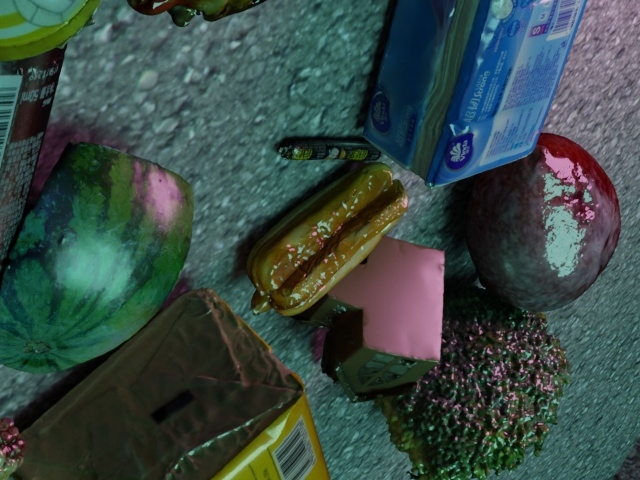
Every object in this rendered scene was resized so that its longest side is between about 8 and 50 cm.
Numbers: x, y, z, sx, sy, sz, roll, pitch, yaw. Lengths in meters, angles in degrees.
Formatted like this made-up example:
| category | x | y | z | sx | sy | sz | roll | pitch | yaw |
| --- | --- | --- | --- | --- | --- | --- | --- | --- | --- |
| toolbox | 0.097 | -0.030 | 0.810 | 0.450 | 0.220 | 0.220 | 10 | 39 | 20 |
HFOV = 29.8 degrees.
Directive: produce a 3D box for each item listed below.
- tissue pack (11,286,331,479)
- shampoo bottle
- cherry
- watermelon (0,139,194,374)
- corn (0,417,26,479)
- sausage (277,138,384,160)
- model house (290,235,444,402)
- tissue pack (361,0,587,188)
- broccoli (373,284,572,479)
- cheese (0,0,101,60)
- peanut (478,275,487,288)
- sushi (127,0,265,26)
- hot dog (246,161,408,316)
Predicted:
| category | x | y | z | sx | sy | sz | roll | pitch | yaw |
| --- | --- | --- | --- | --- | --- | --- | --- | --- | --- |
| tissue pack | -0.147 | 0.289 | 1.380 | 0.293 | 0.228 | 0.382 | -41 | 146 | -20 |
| shampoo bottle | -0.295 | -0.034 | 0.990 | 0.129 | 0.084 | 0.323 | -24 | 141 | -53 |
| cherry | 0.310 | -0.031 | 1.691 | 0.230 | 0.203 | 0.300 | -36 | 137 | -17 |
| watermelon | -0.216 | 0.016 | 1.069 | 0.231 | 0.128 | 0.146 | -63 | 159 | -12 |
| corn | -0.406 | 0.256 | 1.133 | 0.280 | 0.092 | 0.092 | -28 | 142 | -40 |
| sausage | 0.018 | -0.104 | 1.395 | 0.198 | 0.025 | 0.028 | -3 | 121 | -52 |
| model house | 0.033 | 0.118 | 1.561 | 0.176 | 0.181 | 0.248 | 16 | 146 | -17 |
| tissue pack | 0.180 | -0.220 | 1.372 | 0.198 | 0.146 | 0.263 | -20 | 138 | -40 |
| broccoli | 0.196 | 0.207 | 1.763 | 0.302 | 0.249 | 0.375 | -42 | -161 | 40 |
| cheese | -0.253 | -0.188 | 0.836 | 0.270 | 0.177 | 0.069 | -38 | -174 | 6 |
| peanut | 0.270 | 0.037 | 1.869 | 0.037 | 0.037 | 0.083 | -7 | 129 | -50 |
| sushi | -0.076 | -0.257 | 1.047 | 0.226 | 0.103 | 0.097 | -33 | 171 | -34 |
| hot dog | 0.000 | 0.000 | 1.423 | 0.249 | 0.102 | 0.076 | -42 | -169 | -23 |
